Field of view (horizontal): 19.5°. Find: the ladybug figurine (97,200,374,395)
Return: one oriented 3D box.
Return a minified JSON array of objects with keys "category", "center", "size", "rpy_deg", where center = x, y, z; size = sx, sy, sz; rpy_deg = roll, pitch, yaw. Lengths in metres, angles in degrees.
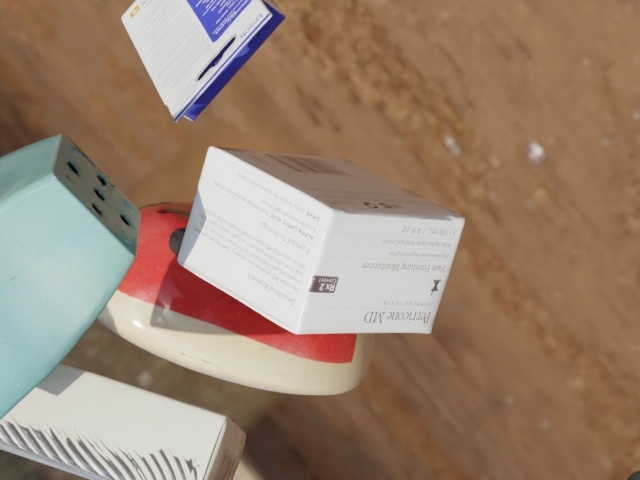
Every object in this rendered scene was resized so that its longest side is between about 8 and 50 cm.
[{"category":"ladybug figurine","center":[-0.108,0.062,2.338],"size":[0.449,0.162,0.305],"rpy_deg":[14,-162,-39]}]

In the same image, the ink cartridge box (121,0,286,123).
[{"category":"ink cartridge box","center":[-0.144,-0.267,2.330],"size":[0.069,0.176,0.371],"rpy_deg":[38,-169,-27]}]

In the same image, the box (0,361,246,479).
[{"category":"box","center":[-0.219,0.179,1.786],"size":[0.275,0.094,0.113],"rpy_deg":[16,166,14]}]

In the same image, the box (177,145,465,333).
[{"category":"box","center":[0.000,0.000,1.706],"size":[0.181,0.119,0.182],"rpy_deg":[2,-160,-45]}]

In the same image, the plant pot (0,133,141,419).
[{"category":"plant pot","center":[-0.278,0.029,1.627],"size":[0.165,0.234,0.165],"rpy_deg":[47,-166,-20]}]

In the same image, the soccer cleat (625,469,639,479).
[{"category":"soccer cleat","center":[0.241,0.249,1.314],"size":[0.072,0.060,0.179],"rpy_deg":[96,175,-74]}]
